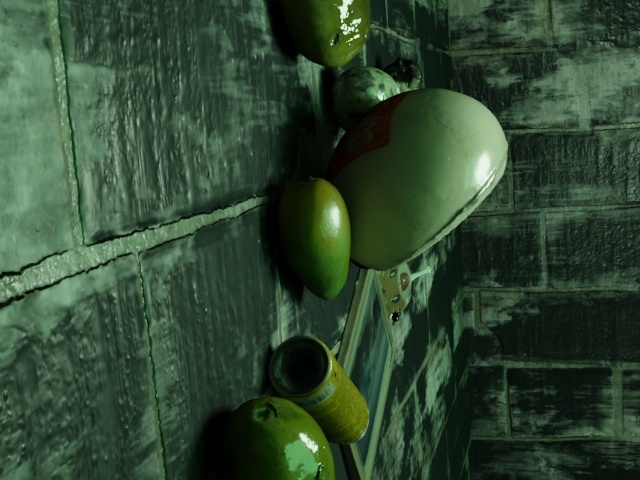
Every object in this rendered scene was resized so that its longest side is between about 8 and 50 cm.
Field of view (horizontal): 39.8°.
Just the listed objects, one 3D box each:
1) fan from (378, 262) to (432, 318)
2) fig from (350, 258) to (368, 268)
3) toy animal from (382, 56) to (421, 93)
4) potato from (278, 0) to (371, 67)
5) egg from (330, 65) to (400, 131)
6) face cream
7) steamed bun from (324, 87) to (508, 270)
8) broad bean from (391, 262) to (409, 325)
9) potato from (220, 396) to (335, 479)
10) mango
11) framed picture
[{"bbox_3d":[0.208,0.099,2.192,0.227,0.008,0.152,-22,111,-44],"label":"fan"},{"bbox_3d":[0.092,-0.046,1.824,0.201,0.134,0.146,63,-6,-16],"label":"fig"},{"bbox_3d":[0.213,-0.306,2.273,0.343,0.106,0.168,80,10,-48],"label":"toy animal"},{"bbox_3d":[0.008,-0.402,1.486,0.197,0.149,0.228,-93,170,-62],"label":"potato"},{"bbox_3d":[0.089,-0.278,1.759,0.182,0.141,0.141,29,60,-61],"label":"egg"},{"bbox_3d":[0.013,0.269,1.493,0.348,0.105,0.104,59,33,-58],"label":"face cream"},{"bbox_3d":[0.150,-0.130,1.605,0.241,0.374,0.374,45,29,-10],"label":"steamed bun"},{"bbox_3d":[0.192,0.049,2.226,0.077,0.061,0.338,-22,110,-61],"label":"broad bean"},{"bbox_3d":[-0.049,0.320,1.194,0.186,0.149,0.253,-73,156,-43],"label":"potato"},{"bbox_3d":[0.000,0.000,1.460,0.251,0.114,0.156,65,17,-53],"label":"mango"},{"bbox_3d":[0.099,0.285,1.933,0.446,0.028,0.326,-73,155,-49],"label":"framed picture"}]
